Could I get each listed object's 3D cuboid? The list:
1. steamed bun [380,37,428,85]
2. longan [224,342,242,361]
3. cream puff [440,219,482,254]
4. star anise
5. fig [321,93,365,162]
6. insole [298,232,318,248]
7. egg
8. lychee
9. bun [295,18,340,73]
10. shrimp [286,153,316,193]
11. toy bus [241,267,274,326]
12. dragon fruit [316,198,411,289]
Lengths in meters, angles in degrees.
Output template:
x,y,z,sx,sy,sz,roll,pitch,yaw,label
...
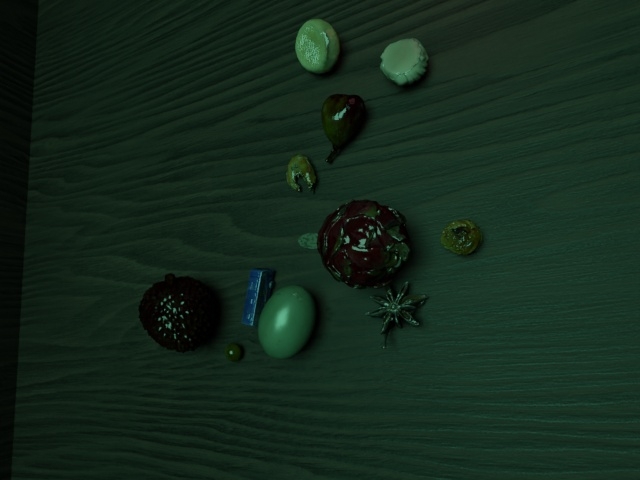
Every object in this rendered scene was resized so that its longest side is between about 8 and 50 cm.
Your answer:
x,y,z,sx,sy,sz,roll,pitch,yaw,label
0.314,-0.652,1.683,0.183,0.106,0.182,-6,75,23,steamed bun
-0.353,0.454,1.839,0.075,0.075,0.083,65,151,20,longan
0.462,-0.012,1.499,0.133,0.104,0.119,3,89,28,cream puff
0.254,0.248,1.559,0.231,0.089,0.209,-50,52,4,star anise
0.068,-0.433,1.756,0.170,0.146,0.274,23,105,29,fig
0.000,0.000,1.775,0.194,0.006,0.065,-3,79,25,insole
-0.122,0.298,1.670,0.203,0.203,0.282,21,94,28,egg
-0.579,0.292,1.857,0.306,0.306,0.330,-3,107,26,lychee
0.003,-0.789,1.857,0.223,0.128,0.222,17,117,39,bun
-0.076,-0.262,1.844,0.132,0.052,0.187,-46,58,33,shrimp
-0.246,0.225,1.806,0.079,0.094,0.236,6,84,27,toy bus
0.143,0.013,1.539,0.330,0.329,0.328,-5,79,25,dragon fruit
